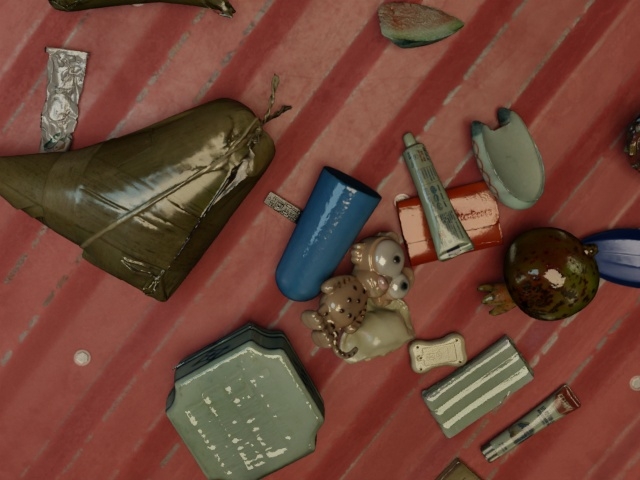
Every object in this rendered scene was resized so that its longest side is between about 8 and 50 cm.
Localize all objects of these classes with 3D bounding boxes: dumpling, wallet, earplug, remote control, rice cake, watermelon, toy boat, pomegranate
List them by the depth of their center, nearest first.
[{"bbox_3d":[0.191,-0.419,1.793,0.180,0.081,0.094,6,85,-20],"label":"watermelon"},{"bbox_3d":[0.000,0.000,1.841,0.132,0.132,0.273,27,103,-8],"label":"earplug"},{"bbox_3d":[0.374,-0.159,1.848,0.134,0.079,0.208,-29,95,-28],"label":"toy boat"},{"bbox_3d":[0.440,0.066,1.863,0.245,0.198,0.198,3,105,37],"label":"pomegranate"},{"bbox_3d":[-0.072,-0.066,1.874,0.091,0.016,0.034,32,104,-9],"label":"remote control"},{"bbox_3d":[0.267,-0.036,1.885,0.204,0.045,0.142,-13,100,-1],"label":"wallet"},{"bbox_3d":[0.108,0.174,1.895,0.169,0.100,0.134,-21,89,-1],"label":"dumpling"},{"bbox_3d":[0.669,0.036,1.911,0.295,0.088,0.129,6,102,6],"label":"toy boat"},{"bbox_3d":[0.249,0.239,1.947,0.122,0.032,0.074,-9,97,-1],"label":"remote control"},{"bbox_3d":[0.339,0.316,1.964,0.237,0.043,0.127,-34,101,4],"label":"rice cake"}]

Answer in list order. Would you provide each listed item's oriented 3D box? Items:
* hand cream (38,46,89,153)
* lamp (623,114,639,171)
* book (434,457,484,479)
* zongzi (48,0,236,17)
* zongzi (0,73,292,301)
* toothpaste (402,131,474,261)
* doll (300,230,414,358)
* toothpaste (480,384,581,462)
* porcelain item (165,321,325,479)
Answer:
[{"bbox_3d":[-0.512,-0.248,1.795,0.084,0.050,0.257,9,99,-9],"label":"hand cream"},{"bbox_3d":[0.716,-0.205,1.837,0.215,0.151,0.223,-37,145,10],"label":"lamp"},{"bbox_3d":[0.333,0.609,2.034,0.231,0.026,0.161,42,97,-10],"label":"book"},{"bbox_3d":[-0.348,-0.459,1.726,0.260,0.123,0.289,-38,105,9],"label":"zongzi"},{"bbox_3d":[-0.342,-0.187,1.707,0.467,0.218,0.500,35,101,-19],"label":"zongzi"},{"bbox_3d":[0.224,-0.093,1.836,0.069,0.047,0.269,-18,81,-23],"label":"toothpaste"},{"bbox_3d":[0.079,0.104,1.821,0.278,0.119,0.154,-49,118,-26],"label":"doll"},{"bbox_3d":[0.455,0.403,1.994,0.239,0.039,0.062,-35,95,2],"label":"toothpaste"},{"bbox_3d":[-0.153,0.334,1.881,0.281,0.157,0.286,-30,103,5],"label":"porcelain item"}]
